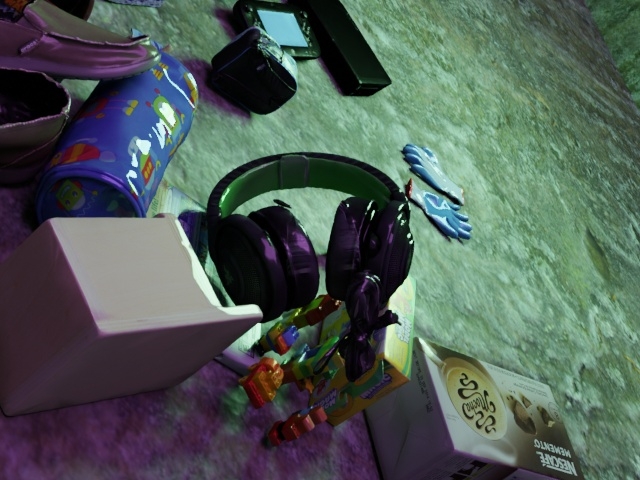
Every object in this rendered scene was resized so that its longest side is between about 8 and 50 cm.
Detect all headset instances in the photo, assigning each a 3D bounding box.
[{"bbox_3d":[0.000,0.000,1.248,0.243,0.185,0.394,-6,39,-10],"label":"headset"}]

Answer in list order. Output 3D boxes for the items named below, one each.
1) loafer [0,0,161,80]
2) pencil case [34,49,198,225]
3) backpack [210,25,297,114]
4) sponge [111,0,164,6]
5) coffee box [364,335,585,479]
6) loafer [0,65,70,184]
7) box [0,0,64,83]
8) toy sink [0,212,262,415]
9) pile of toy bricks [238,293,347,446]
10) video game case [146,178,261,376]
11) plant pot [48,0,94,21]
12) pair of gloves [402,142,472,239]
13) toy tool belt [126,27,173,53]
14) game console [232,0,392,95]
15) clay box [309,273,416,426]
[{"bbox_3d":[-0.296,-0.220,1.189,0.251,0.087,0.094,-1,10,-22],"label":"loafer"},{"bbox_3d":[-0.222,-0.100,1.242,0.133,0.119,0.306,51,27,-26],"label":"pencil case"},{"bbox_3d":[-0.091,-0.250,1.609,0.114,0.105,0.084,38,33,-34],"label":"backpack"},{"bbox_3d":[-0.307,-0.428,1.573,0.117,0.031,0.210,-11,67,-58],"label":"sponge"},{"bbox_3d":[0.203,0.257,1.453,0.297,0.119,0.168,24,39,-40],"label":"coffee box"},{"bbox_3d":[-0.390,-0.142,1.040,0.366,0.130,0.133,-3,60,-56],"label":"loafer"},{"bbox_3d":[-0.339,-0.237,1.252,0.137,0.094,0.027,33,27,-29],"label":"box"},{"bbox_3d":[-0.197,0.064,1.067,0.234,0.153,0.131,-2,59,-54],"label":"toy sink"},{"bbox_3d":[-0.006,0.142,1.274,0.118,0.105,0.212,62,24,-12],"label":"pile of toy bricks"},{"bbox_3d":[-0.146,0.037,1.299,0.193,0.023,0.212,35,35,-29],"label":"video game case"},{"bbox_3d":[-0.347,-0.336,1.297,0.167,0.167,0.165,33,27,-30],"label":"plant pot"},{"bbox_3d":[0.206,-0.090,1.939,0.159,0.023,0.198,37,33,-26],"label":"pair of gloves"},{"bbox_3d":[-0.241,-0.259,1.460,0.083,0.051,0.052,25,39,-39],"label":"toy tool belt"},{"bbox_3d":[-0.019,-0.342,1.875,0.361,0.044,0.213,-13,68,-58],"label":"game console"},{"bbox_3d":[0.054,0.135,1.369,0.053,0.127,0.222,40,32,-22],"label":"clay box"}]
